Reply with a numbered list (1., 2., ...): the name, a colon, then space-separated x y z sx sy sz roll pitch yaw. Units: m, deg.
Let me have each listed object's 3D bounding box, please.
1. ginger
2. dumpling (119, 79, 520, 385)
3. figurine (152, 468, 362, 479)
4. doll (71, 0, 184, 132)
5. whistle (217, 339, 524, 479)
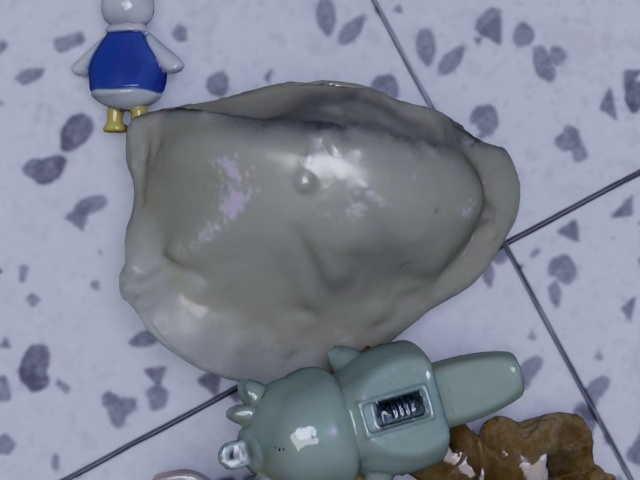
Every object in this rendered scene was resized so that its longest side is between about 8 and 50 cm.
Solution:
1. ginger: 0.183 0.237 1.258 0.148 0.081 0.333 -33 86 -2
2. dumpling: 0.000 0.000 1.203 0.318 0.187 0.242 9 89 -6
3. figurine: -0.010 0.230 1.235 0.235 0.127 0.155 44 99 -1
4. doll: -0.156 -0.158 1.266 0.099 0.058 0.142 -1 89 19
5. whistle: 0.039 0.130 1.182 0.253 0.106 0.101 -15 115 -21
